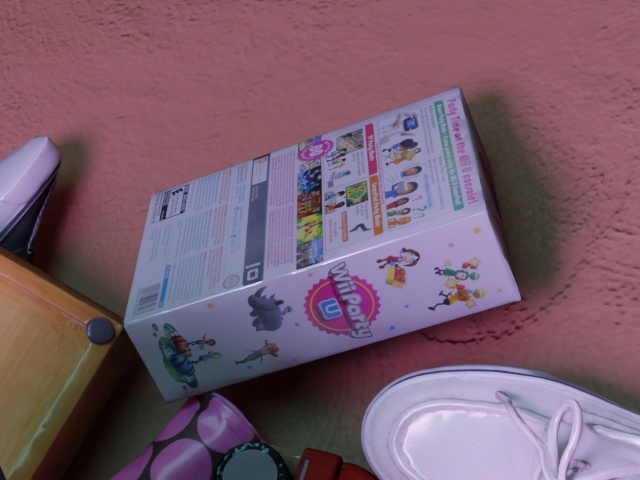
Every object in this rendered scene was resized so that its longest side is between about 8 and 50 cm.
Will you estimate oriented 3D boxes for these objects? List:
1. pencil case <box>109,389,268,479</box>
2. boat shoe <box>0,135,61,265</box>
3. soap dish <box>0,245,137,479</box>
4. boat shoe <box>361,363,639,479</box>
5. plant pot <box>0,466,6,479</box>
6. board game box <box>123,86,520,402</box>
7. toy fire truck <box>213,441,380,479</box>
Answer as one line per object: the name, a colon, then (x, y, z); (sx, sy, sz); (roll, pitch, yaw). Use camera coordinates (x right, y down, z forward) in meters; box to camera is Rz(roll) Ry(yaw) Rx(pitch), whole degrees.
pencil case: (-0.142, 0.214, 1.087); (0.209, 0.095, 0.098); (-43, 18, -12)
boat shoe: (-0.330, 0.034, 1.286); (0.108, 0.102, 0.301); (-7, 46, 48)
soap dish: (-0.315, 0.137, 1.129); (0.229, 0.118, 0.290); (31, 69, -6)
boat shoe: (0.183, 0.179, 0.878); (0.367, 0.156, 0.135); (20, 93, 20)
plant pot: (-0.256, 0.247, 0.700); (0.341, 0.334, 0.341); (-11, 52, 14)
board game box: (0.000, 0.000, 1.123); (0.303, 0.097, 0.224); (-18, 30, 11)
toy fire truck: (0.023, 0.268, 0.948); (0.246, 0.158, 0.217); (10, 60, 16)
